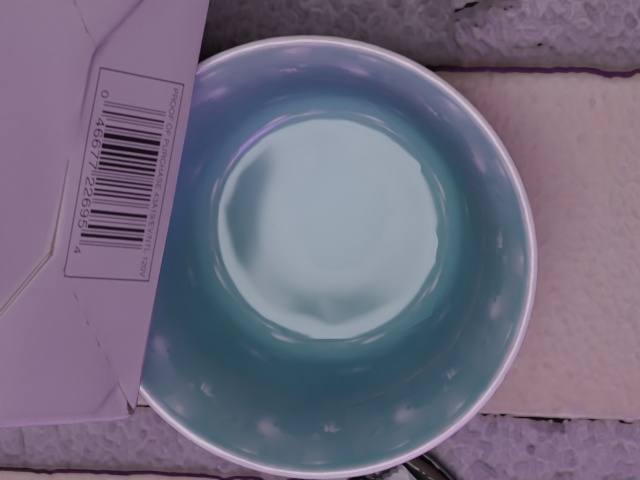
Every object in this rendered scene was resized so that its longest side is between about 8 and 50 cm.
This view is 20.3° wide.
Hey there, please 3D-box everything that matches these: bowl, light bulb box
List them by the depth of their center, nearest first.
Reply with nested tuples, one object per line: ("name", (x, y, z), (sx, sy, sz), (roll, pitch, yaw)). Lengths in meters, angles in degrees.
("light bulb box", (-0.297, -0.086, 1.190), (0.361, 0.225, 0.358), (13, 94, 33))
("bowl", (0.000, 0.000, 1.301), (0.311, 0.163, 0.311), (1, 101, 5))

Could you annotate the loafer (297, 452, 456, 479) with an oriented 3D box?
("loafer", (0.087, 0.241, 1.376), (0.267, 0.084, 0.096), (43, 101, -3))
